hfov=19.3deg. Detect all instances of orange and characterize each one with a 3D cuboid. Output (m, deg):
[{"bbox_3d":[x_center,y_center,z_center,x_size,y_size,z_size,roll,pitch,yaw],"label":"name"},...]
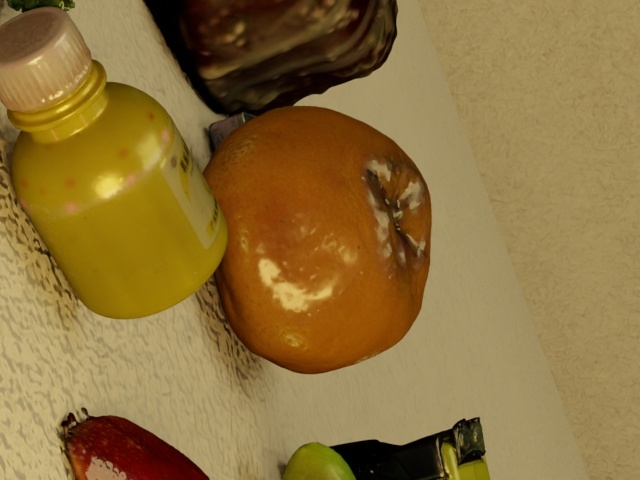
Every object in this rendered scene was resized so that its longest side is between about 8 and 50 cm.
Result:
[{"bbox_3d":[0.000,0.000,1.703,0.249,0.183,0.249,26,53,-42],"label":"orange"}]

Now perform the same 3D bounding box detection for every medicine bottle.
[{"bbox_3d":[-0.155,-0.058,1.294,0.122,0.121,0.212,-92,160,-51],"label":"medicine bottle"}]

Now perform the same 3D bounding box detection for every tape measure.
[{"bbox_3d":[0.075,0.266,1.701,0.112,0.199,0.186,-6,82,-59],"label":"tape measure"}]

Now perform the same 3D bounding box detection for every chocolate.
[{"bbox_3d":[-0.036,-0.258,1.892,0.340,0.210,0.225,43,34,-66],"label":"chocolate"}]

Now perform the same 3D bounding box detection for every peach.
[{"bbox_3d":[-0.094,0.213,1.325,0.189,0.068,0.279,-96,163,-49],"label":"peach"}]

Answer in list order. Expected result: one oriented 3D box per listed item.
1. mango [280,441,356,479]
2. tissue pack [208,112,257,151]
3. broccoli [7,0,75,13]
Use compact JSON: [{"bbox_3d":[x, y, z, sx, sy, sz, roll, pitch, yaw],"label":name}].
[{"bbox_3d":[0.013,0.286,1.588,0.125,0.111,0.233,32,40,-78],"label":"mango"},{"bbox_3d":[-0.057,-0.043,1.864,0.112,0.051,0.156,11,62,-71],"label":"tissue pack"},{"bbox_3d":[-0.171,-0.253,1.337,0.219,0.194,0.194,17,56,-68],"label":"broccoli"}]
